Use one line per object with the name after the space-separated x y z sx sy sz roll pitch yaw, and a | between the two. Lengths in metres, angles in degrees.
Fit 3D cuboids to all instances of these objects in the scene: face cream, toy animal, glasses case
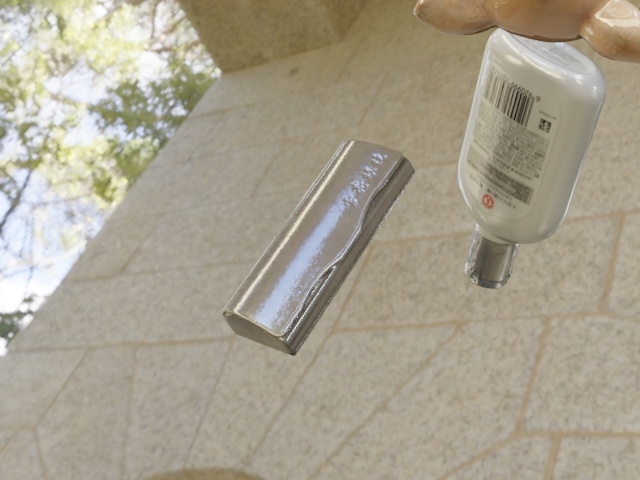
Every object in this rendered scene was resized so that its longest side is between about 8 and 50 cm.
0.206 -0.072 1.005 0.144 0.071 0.291 41 -41 37 | face cream
0.167 -0.255 0.640 0.165 0.149 0.248 18 -56 32 | toy animal
0.000 0.001 0.759 0.072 0.191 0.042 15 -31 35 | glasses case
